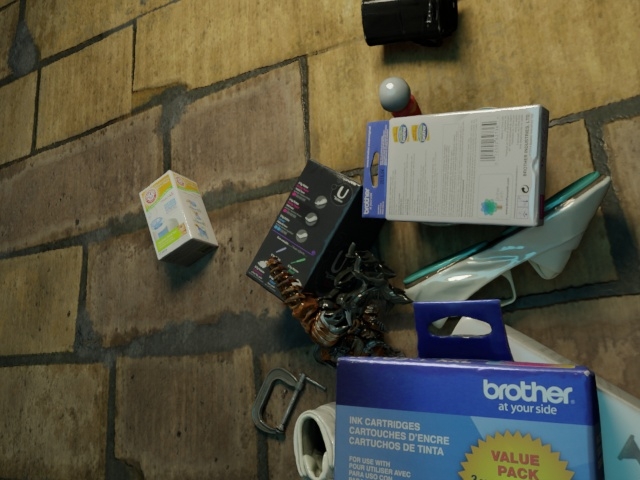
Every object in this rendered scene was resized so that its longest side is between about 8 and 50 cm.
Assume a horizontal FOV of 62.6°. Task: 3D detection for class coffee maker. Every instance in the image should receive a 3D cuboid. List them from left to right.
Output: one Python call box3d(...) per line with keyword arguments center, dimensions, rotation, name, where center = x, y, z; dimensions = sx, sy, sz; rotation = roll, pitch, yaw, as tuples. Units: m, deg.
box3d(center=(0.176, -0.472, 1.091), dimensions=(0.178, 0.171, 0.120), rotation=(5, 97, 30), name="coffee maker")

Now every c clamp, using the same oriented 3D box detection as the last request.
box3d(center=(-0.079, 0.345, 1.123), dimensions=(0.137, 0.022, 0.161), rotation=(30, 93, 30), name="c clamp")

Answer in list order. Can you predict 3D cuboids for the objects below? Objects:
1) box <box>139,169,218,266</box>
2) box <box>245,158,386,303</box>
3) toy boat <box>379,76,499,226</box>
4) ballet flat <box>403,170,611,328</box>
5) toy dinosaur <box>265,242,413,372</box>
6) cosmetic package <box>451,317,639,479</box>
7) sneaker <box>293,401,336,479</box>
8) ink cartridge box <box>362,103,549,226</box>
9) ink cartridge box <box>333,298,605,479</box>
box3d(center=(-0.355, -0.054, 1.313), dimensions=(0.114, 0.103, 0.203), rotation=(-31, 66, 18), name="box")
box3d(center=(0.000, 0.000, 1.077), dimensions=(0.143, 0.165, 0.271), rotation=(31, 94, 31), name="box")
box3d(center=(0.225, -0.183, 1.010), dimensions=(0.267, 0.148, 0.318), rotation=(-42, 63, 14), name="toy boat")
box3d(center=(0.337, 0.034, 0.929), dimensions=(0.400, 0.139, 0.139), rotation=(-33, 65, 22), name="ballet flat")
box3d(center=(0.044, 0.135, 0.956), dimensions=(0.218, 0.321, 0.164), rotation=(-48, 40, 11), name="toy dinosaur")
box3d(center=(0.328, 0.344, 0.733), dimensions=(0.393, 0.327, 0.330), rotation=(30, 93, 29), name="cosmetic package")
box3d(center=(0.026, 0.450, 0.960), dimensions=(0.108, 0.169, 0.293), rotation=(-25, 69, 19), name="sneaker")
box3d(center=(0.219, -0.121, 0.899), dimensions=(0.310, 0.065, 0.186), rotation=(4, 93, 34), name="ink cartridge box")
box3d(center=(0.158, 0.268, 0.570), dimensions=(0.269, 0.151, 0.396), rotation=(-5, 75, 27), name="ink cartridge box")
